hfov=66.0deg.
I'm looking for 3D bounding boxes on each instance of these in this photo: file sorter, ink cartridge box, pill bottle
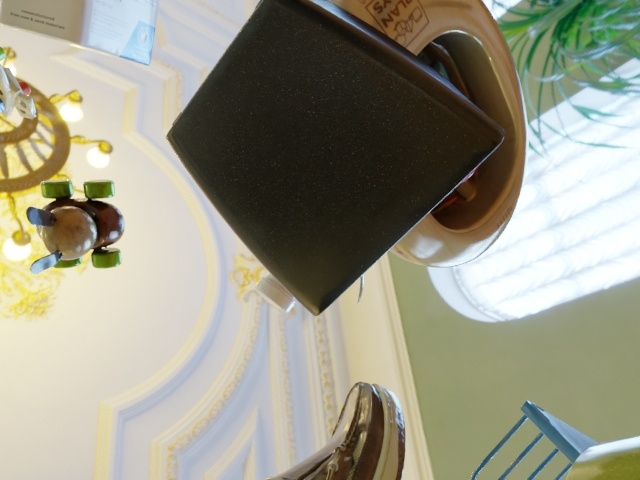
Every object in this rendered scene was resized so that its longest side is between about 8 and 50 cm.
[{"bbox_3d":[0.239,0.249,0.449,0.170,0.105,0.118,33,-171,-30],"label":"file sorter"},{"bbox_3d":[-0.432,-0.575,0.957,0.166,0.395,0.285,16,-167,3],"label":"ink cartridge box"},{"bbox_3d":[-0.048,0.054,1.298,0.152,0.152,0.272,42,-105,-18],"label":"pill bottle"}]

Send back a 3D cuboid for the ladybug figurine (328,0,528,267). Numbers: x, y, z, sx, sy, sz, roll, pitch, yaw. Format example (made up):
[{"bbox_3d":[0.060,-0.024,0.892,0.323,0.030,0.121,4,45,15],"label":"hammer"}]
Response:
[{"bbox_3d":[0.119,-0.152,0.649,0.305,0.161,0.449,-49,-52,-12],"label":"ladybug figurine"}]

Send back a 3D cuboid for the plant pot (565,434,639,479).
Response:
[{"bbox_3d":[0.296,0.163,0.161,0.274,0.293,0.275,24,-138,-24],"label":"plant pot"}]

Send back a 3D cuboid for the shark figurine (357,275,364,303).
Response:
[{"bbox_3d":[0.029,0.004,1.069,0.166,0.116,0.278,-32,-128,-31],"label":"shark figurine"}]

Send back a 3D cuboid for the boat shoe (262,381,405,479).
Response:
[{"bbox_3d":[0.002,0.193,0.367,0.095,0.095,0.257,24,-153,0],"label":"boat shoe"}]

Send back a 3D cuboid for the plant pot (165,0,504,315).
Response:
[{"bbox_3d":[-0.005,-0.093,0.390,0.167,0.188,0.187,38,-157,-18],"label":"plant pot"}]

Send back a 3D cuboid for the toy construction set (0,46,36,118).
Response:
[{"bbox_3d":[-0.609,-0.226,0.822,0.328,0.151,0.215,-73,-35,-49],"label":"toy construction set"}]

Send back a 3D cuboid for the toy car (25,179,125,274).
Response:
[{"bbox_3d":[-0.428,-0.014,0.813,0.188,0.148,0.155,-78,-12,-77],"label":"toy car"}]
